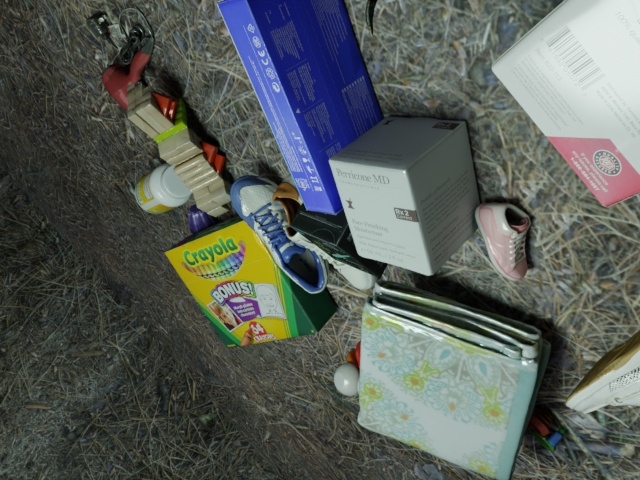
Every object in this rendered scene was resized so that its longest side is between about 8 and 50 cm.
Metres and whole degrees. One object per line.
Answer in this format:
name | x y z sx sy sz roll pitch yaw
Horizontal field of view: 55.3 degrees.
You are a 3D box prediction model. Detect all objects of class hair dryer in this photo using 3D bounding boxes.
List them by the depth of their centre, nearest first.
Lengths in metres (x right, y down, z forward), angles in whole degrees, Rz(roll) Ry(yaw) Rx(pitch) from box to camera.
hair dryer | -0.443 -0.387 1.429 0.224 0.080 0.293 18 138 42

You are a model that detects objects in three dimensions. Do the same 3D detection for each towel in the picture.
towel | 0.229 0.265 1.133 0.321 0.090 0.374 17 128 24

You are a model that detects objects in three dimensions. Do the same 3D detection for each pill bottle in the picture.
pill bottle | -0.408 -0.141 1.622 0.208 0.118 0.117 -11 115 57

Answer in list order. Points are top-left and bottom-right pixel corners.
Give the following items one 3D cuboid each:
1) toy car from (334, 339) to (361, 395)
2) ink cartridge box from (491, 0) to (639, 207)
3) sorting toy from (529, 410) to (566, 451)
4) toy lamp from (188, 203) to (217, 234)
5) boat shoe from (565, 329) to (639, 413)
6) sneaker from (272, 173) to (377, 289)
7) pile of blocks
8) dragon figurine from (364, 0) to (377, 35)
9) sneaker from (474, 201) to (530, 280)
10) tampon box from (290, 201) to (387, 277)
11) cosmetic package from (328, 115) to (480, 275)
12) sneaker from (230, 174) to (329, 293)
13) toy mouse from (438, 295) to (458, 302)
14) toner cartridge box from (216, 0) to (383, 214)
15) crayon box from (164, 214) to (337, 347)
toy car | 0.130 0.287 1.385 0.182 0.159 0.136 2 89 53
ink cartridge box | 0.338 -0.181 0.571 0.207 0.117 0.283 51 151 -1
sorting toy | 0.427 0.354 1.146 0.061 0.042 0.102 35 163 54
toy lamp | -0.302 0.018 1.699 0.080 0.080 0.274 23 141 38
boat shoe | 0.452 0.199 0.869 0.096 0.098 0.277 42 148 16
sneaker | 0.000 0.000 1.230 0.290 0.123 0.106 55 148 -12
pile of blocks | -0.296 -0.223 1.421 0.113 0.149 0.362 -24 121 15
dragon figurine | 0.119 -0.350 0.596 0.085 0.289 0.144 47 -172 10
sneaker | 0.287 0.002 0.914 0.134 0.051 0.070 61 154 -11
tampon box | 0.050 -0.020 1.097 0.121 0.101 0.161 22 171 40
cosmetic package | 0.135 -0.074 0.932 0.151 0.151 0.183 14 135 44
sneaker | -0.074 -0.015 1.285 0.296 0.112 0.131 48 -175 -14
toy mouse | 0.260 0.170 1.160 0.161 0.031 0.143 -5 120 55
toner cartridge box | -0.007 -0.229 0.936 0.075 0.165 0.347 10 131 48
crayon box | -0.183 0.100 1.522 0.363 0.106 0.313 -18 109 44
